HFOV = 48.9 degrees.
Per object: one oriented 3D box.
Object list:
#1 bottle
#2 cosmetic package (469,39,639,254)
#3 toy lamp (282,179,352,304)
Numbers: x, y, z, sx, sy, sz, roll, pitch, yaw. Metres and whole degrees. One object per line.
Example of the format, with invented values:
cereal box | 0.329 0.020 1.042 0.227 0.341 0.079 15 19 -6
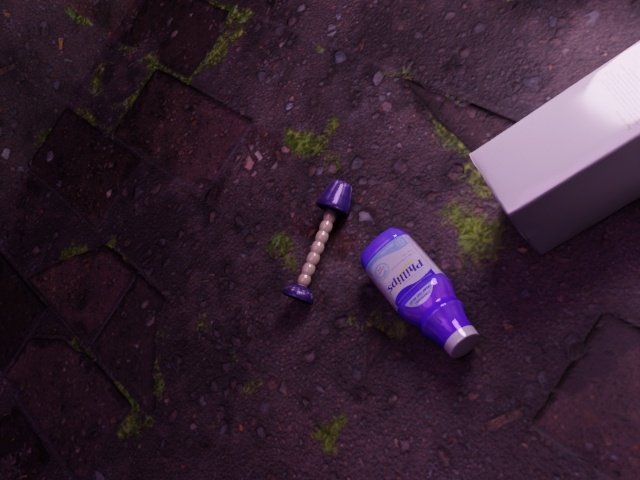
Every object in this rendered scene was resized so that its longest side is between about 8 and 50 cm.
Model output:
bottle | 0.192 0.101 1.345 0.118 0.092 0.283 -43 53 9
cosmetic package | 0.477 -0.159 1.195 0.385 0.217 0.156 -31 56 16
toy lamp | 0.000 0.000 1.526 0.080 0.080 0.274 13 78 37
